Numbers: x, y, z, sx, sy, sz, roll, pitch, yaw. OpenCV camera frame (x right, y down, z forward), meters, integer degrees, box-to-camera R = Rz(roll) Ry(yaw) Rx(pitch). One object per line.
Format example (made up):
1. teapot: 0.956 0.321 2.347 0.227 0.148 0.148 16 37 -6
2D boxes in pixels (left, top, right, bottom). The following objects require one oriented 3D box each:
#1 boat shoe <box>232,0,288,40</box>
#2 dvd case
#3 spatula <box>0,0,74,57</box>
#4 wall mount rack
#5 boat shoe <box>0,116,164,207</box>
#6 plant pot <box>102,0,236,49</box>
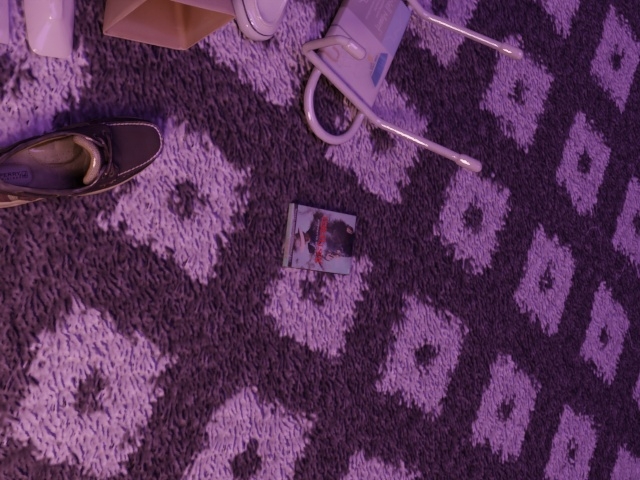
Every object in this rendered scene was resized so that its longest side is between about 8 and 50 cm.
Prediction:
1. boat shoe: -0.057 -0.365 1.029 0.083 0.076 0.226 6 87 -42
2. dvd case: 0.000 0.000 1.138 0.119 0.013 0.087 10 85 -41
3. spatula: -0.324 -0.314 0.831 0.168 0.019 0.242 0 88 -41
4. wall mount rack: 0.132 -0.265 1.170 0.304 0.130 0.350 37 68 -37
5. boat shoe: -0.251 -0.082 0.864 0.224 0.073 0.080 -20 105 -40
6. plant pot: -0.172 -0.283 0.915 0.109 0.109 0.096 1 79 -43
